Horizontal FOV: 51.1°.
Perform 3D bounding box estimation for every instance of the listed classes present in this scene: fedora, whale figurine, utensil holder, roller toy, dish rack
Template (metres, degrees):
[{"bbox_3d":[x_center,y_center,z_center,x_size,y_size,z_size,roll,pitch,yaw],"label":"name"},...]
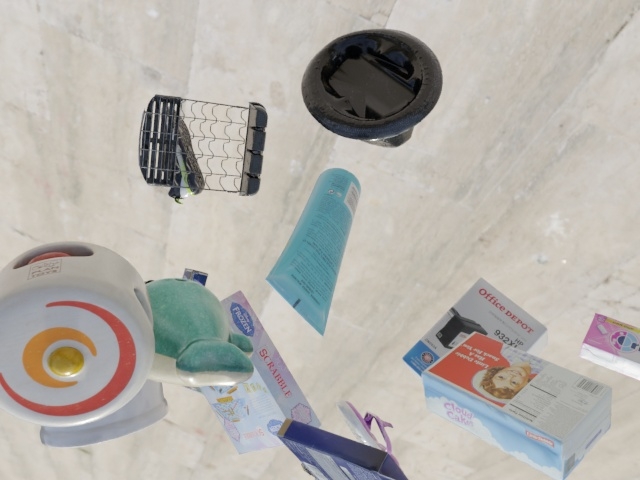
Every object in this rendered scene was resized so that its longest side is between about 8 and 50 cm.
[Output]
[{"bbox_3d":[0.121,-0.318,1.499,0.333,0.334,0.152,7,152,19],"label":"fedora"},{"bbox_3d":[-0.189,0.129,0.944,0.216,0.141,0.272,8,179,-30],"label":"whale figurine"},{"bbox_3d":[-0.594,0.300,1.763,0.327,0.327,0.386,-6,94,33],"label":"utensil holder"},{"bbox_3d":[-0.292,0.107,0.770,0.209,0.146,0.191,34,98,-26],"label":"roller toy"},{"bbox_3d":[-0.244,-0.200,1.410,0.271,0.208,0.074,4,-169,-21],"label":"dish rack"}]

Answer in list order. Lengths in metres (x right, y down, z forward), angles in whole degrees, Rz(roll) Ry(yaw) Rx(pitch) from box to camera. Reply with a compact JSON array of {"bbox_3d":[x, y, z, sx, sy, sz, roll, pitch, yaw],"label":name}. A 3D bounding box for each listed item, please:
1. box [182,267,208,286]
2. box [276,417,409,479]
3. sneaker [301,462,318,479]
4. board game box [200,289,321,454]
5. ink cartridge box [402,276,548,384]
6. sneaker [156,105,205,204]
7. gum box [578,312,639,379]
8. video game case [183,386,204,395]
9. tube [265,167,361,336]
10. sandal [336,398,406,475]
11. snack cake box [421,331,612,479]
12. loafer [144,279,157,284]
[{"bbox_3d":[-0.375,0.167,1.908,0.054,0.169,0.059,18,173,-34],"label":"box"},{"bbox_3d":[0.055,0.324,0.938,0.225,0.036,0.136,7,141,43],"label":"box"},{"bbox_3d":[0.002,0.591,1.739,0.092,0.225,0.088,-42,102,7],"label":"sneaker"},{"bbox_3d":[-0.172,0.296,1.440,0.318,0.066,0.318,59,145,3],"label":"board game box"},{"bbox_3d":[0.401,0.285,1.732,0.223,0.307,0.129,41,171,31],"label":"ink cartridge box"},{"bbox_3d":[-0.351,-0.201,1.571,0.097,0.235,0.084,-20,172,11],"label":"sneaker"},{"bbox_3d":[0.745,0.264,1.634,0.188,0.107,0.062,21,141,27],"label":"gum box"},{"bbox_3d":[-0.407,0.427,2.039,0.173,0.022,0.190,24,155,-10],"label":"video game case"},{"bbox_3d":[0.000,0.000,0.687,0.080,0.207,0.052,43,125,-18],"label":"tube"},{"bbox_3d":[0.160,0.559,1.940,0.169,0.102,0.416,40,166,46],"label":"sandal"},{"bbox_3d":[0.318,0.262,1.105,0.264,0.152,0.089,21,131,45],"label":"snack cake box"},{"bbox_3d":[-0.381,0.119,1.516,0.223,0.076,0.078,4,142,31],"label":"loafer"}]
